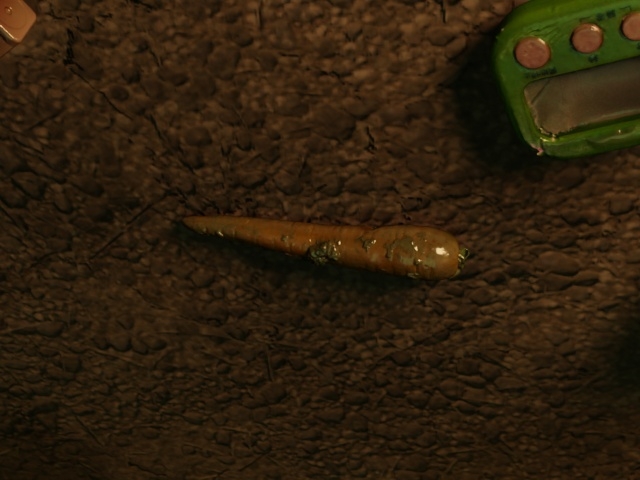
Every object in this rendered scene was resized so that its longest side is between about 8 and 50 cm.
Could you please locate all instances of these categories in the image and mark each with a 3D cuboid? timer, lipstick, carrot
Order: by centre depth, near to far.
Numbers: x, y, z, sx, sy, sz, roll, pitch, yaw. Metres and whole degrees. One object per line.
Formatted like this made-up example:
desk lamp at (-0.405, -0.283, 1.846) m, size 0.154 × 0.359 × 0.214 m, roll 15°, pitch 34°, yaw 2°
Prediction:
timer at (0.195, -0.121, 0.802) m, size 0.140 × 0.047 × 0.128 m, roll -12°, pitch 127°, yaw 23°
lipstick at (-0.289, -0.147, 0.892) m, size 0.145 × 0.045 × 0.045 m, roll -26°, pitch 123°, yaw 33°
carrot at (0.000, 0.000, 0.968) m, size 0.254 × 0.049 × 0.049 m, roll 7°, pitch 134°, yaw 13°
